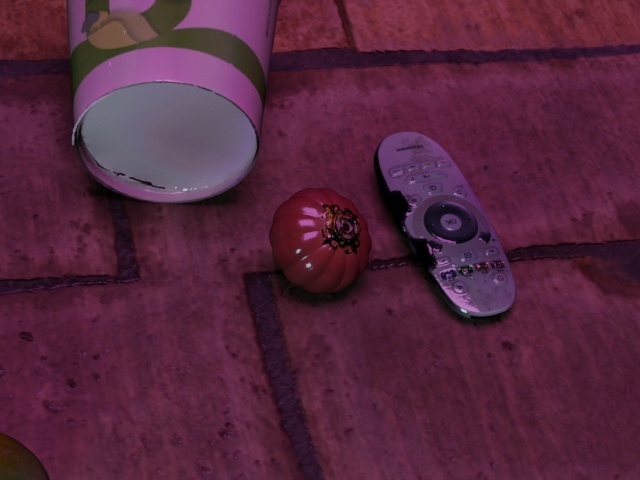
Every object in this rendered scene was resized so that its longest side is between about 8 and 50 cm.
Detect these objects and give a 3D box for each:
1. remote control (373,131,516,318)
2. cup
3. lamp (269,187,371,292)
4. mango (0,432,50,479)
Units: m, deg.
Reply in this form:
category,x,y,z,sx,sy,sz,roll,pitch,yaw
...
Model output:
category,x,y,z,sx,sy,sz,roll,pitch,yaw
remote control,0.125,-0.016,1.831,0.097,0.045,0.256,-9,50,-18
cup,-0.157,-0.197,1.840,0.253,0.253,0.274,4,53,-7
lamp,0.000,0.000,1.754,0.107,0.092,0.107,13,66,-32
mango,-0.349,0.214,1.453,0.251,0.114,0.156,-18,44,-26
